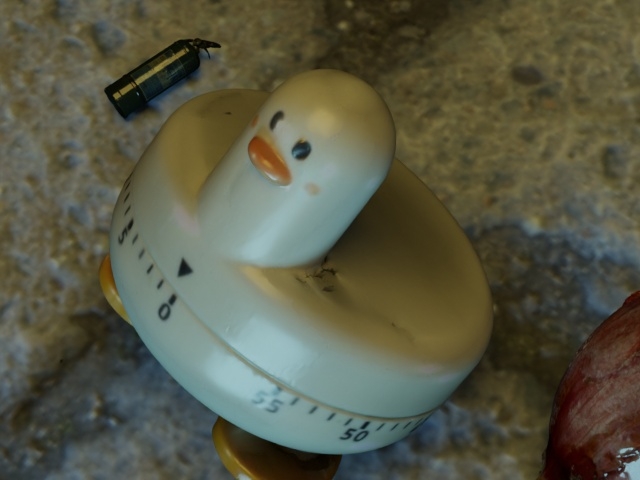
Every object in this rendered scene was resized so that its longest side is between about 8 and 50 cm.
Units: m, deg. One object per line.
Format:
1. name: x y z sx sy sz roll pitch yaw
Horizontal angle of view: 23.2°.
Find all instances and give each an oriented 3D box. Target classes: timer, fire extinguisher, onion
1. timer: 0.000 0.000 0.899 0.233 0.233 0.240 51 121 22
2. fire extinguisher: -0.111 -0.119 1.086 0.083 0.025 0.038 -35 45 -12
3. onion: 0.198 0.113 0.901 0.195 0.159 0.159 -32 63 22
